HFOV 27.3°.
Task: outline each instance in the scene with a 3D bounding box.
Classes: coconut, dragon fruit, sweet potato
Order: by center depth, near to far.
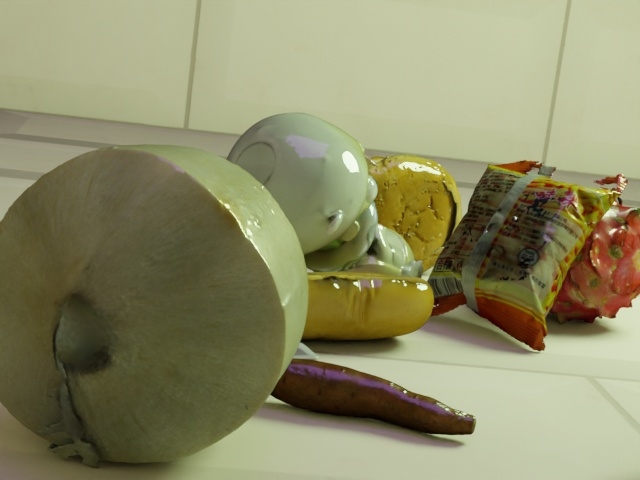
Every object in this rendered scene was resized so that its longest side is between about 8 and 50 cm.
[{"bbox_3d":[-0.162,0.057,1.236,0.323,0.323,0.323,7,11,-1],"label":"coconut"},{"bbox_3d":[0.036,0.163,1.404,0.264,0.057,0.057,11,12,8],"label":"sweet potato"},{"bbox_3d":[0.363,0.015,1.969,0.268,0.210,0.205,27,64,30],"label":"dragon fruit"}]

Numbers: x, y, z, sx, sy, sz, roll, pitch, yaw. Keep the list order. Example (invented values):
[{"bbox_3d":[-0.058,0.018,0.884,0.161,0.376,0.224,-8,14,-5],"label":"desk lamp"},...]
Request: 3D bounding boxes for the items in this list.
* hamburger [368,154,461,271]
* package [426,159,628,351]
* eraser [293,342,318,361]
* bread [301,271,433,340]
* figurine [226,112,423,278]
[{"bbox_3d":[0.128,-0.045,2.128,0.213,0.214,0.108,2,11,-27],"label":"hamburger"},{"bbox_3d":[0.276,0.004,1.840,0.223,0.288,0.108,14,-20,36],"label":"package"},{"bbox_3d":[-0.060,0.138,1.535,0.105,0.026,0.065,2,15,-24],"label":"eraser"},{"bbox_3d":[-0.008,0.082,1.676,0.305,0.091,0.142,2,-4,-24],"label":"bread"},{"bbox_3d":[0.000,0.000,1.817,0.394,0.274,0.226,36,10,-50],"label":"figurine"}]
